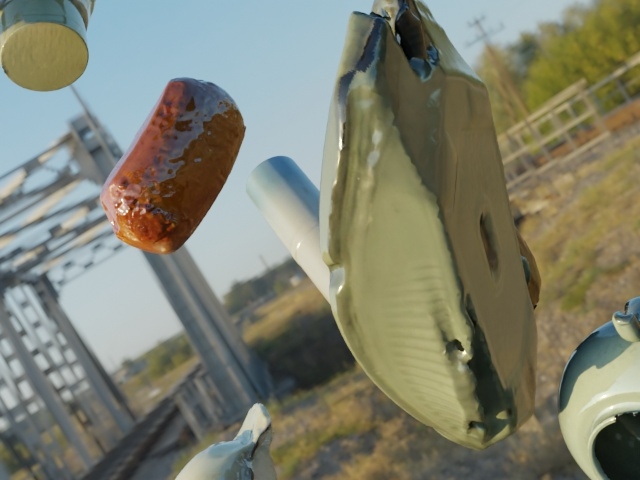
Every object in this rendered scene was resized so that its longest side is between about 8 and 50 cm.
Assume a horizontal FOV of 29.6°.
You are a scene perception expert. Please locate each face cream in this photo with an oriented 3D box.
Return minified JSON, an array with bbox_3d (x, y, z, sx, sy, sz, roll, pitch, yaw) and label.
[{"bbox_3d":[0.000,0.000,1.448,0.077,0.250,0.077,-23,-39,-20],"label":"face cream"},{"bbox_3d":[-0.245,-0.222,1.025,0.114,0.224,0.070,0,-45,-20],"label":"face cream"}]

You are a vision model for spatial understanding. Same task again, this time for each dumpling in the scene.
[{"bbox_3d":[-0.133,0.366,1.672,0.243,0.175,0.227,-37,7,-13],"label":"dumpling"}]

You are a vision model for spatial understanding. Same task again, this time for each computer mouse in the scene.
[{"bbox_3d":[0.079,-0.003,1.036,0.145,0.429,0.228,-4,29,25],"label":"computer mouse"}]

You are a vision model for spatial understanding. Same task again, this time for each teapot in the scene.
[{"bbox_3d":[0.298,0.156,1.043,0.193,0.294,0.129,0,30,31],"label":"teapot"}]

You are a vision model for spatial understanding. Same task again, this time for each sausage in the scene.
[{"bbox_3d":[-0.205,-0.110,1.719,0.268,0.141,0.153,-64,16,-20],"label":"sausage"}]

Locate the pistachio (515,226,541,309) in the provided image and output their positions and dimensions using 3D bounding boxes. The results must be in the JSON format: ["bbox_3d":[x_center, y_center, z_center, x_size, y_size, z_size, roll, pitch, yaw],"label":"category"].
[{"bbox_3d":[0.195,0.018,1.311,0.049,0.173,0.089,-12,32,54],"label":"pistachio"}]
